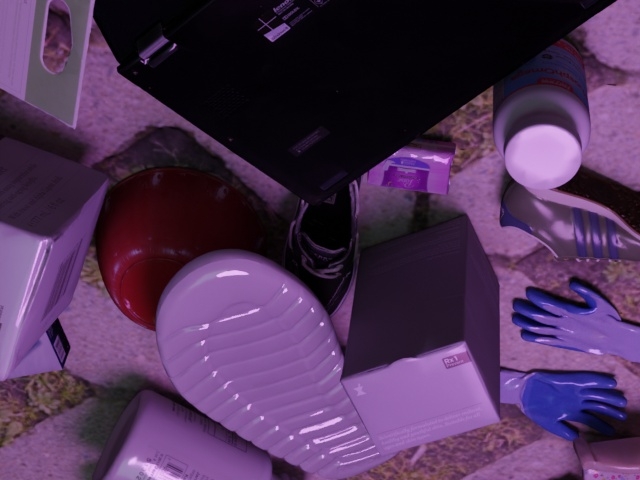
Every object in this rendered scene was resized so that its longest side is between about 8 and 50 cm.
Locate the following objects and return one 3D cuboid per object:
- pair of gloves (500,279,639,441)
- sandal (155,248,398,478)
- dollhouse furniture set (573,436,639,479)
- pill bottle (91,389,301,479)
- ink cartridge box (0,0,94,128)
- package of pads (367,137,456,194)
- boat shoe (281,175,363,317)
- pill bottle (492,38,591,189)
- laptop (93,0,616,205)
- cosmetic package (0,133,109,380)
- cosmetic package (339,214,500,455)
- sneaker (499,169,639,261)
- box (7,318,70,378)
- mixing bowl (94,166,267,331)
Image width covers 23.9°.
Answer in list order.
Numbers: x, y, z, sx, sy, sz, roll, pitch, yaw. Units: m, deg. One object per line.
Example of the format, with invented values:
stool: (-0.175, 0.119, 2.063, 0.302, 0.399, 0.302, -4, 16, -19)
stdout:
pair of gloves: (0.263, 0.129, 1.589, 0.159, 0.023, 0.198, 15, 124, -3)
sandal: (-0.048, 0.123, 1.544, 0.169, 0.102, 0.416, -27, 138, 8)
dollhouse furniture set: (0.375, 0.275, 1.538, 0.355, 0.174, 0.303, -8, 122, -4)
pill bottle: (-0.124, 0.270, 1.661, 0.229, 0.131, 0.131, 29, 122, -12)
ink cartridge box: (-0.291, -0.225, 1.348, 0.235, 0.056, 0.171, 26, 129, 13)
package of pads: (0.088, -0.074, 1.470, 0.083, 0.032, 0.050, 7, 122, 2)
boat shoe: (0.000, 0.000, 1.506, 0.077, 0.070, 0.219, 8, 124, 2)
pill bottle: (0.197, -0.114, 1.354, 0.087, 0.160, 0.087, 3, 124, 4)
laptop: (-0.008, -0.297, 1.305, 0.382, 0.236, 0.408, -34, 134, 25)
cosmetic package: (-0.418, -0.035, 1.409, 0.385, 0.217, 0.156, 21, 109, -1)
cosmetic package: (0.101, 0.086, 1.450, 0.127, 0.238, 0.107, -18, 119, 18)
sneaker: (0.263, -0.012, 1.477, 0.192, 0.064, 0.086, 24, 130, -9)
box: (-0.380, 0.047, 1.596, 0.159, 0.044, 0.233, -10, 121, 12)
mixing bowl: (-0.150, 0.026, 1.525, 0.181, 0.098, 0.181, 3, 122, 5)
